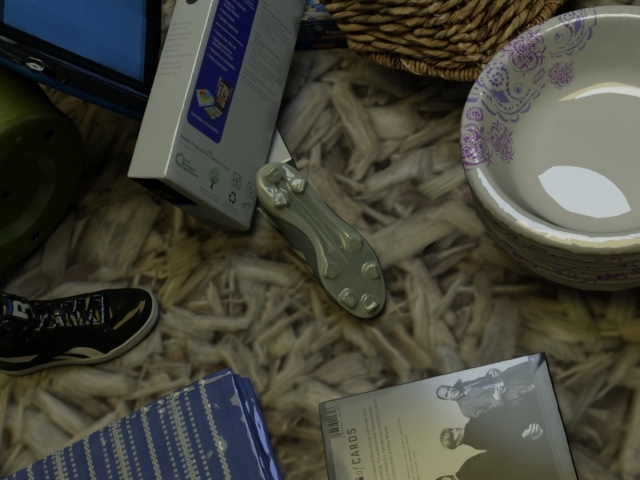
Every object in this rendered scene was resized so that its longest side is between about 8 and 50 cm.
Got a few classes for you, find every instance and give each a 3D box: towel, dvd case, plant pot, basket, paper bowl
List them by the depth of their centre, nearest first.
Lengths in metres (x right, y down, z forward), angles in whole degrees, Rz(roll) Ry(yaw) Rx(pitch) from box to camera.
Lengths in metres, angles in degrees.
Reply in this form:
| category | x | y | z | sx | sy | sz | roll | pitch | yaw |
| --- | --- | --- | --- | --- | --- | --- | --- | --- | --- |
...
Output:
| category | x | y | z | sx | sy | sz | roll | pitch | yaw |
| --- | --- | --- | --- | --- | --- | --- | --- | --- | --- |
| dvd case | 0.124 | 0.219 | 0.964 | 0.238 | 0.029 | 0.179 | -15 | 60 | 11 |
| paper bowl | 0.292 | -0.084 | 0.998 | 0.284 | 0.148 | 0.284 | -8 | 60 | 14 |
| towel | -0.193 | 0.304 | 1.028 | 0.336 | 0.040 | 0.243 | -26 | 60 | 6 |
| basket | 0.152 | -0.324 | 1.167 | 0.299 | 0.223 | 0.213 | -52 | 18 | -28 |
| plant pot | -0.496 | -0.137 | 1.204 | 0.353 | 0.366 | 0.366 | 35 | 78 | 18 |

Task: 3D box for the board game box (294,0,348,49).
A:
| category | x | y | z | sx | sy | sz | roll | pitch | yaw |
| --- | --- | --- | --- | --- | --- | --- | --- | --- | --- |
| board game box | -0.027 | -0.346 | 1.297 | 0.194 | 0.060 | 0.194 | 1 | 63 | 19 |

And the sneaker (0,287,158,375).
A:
| category | x | y | z | sx | sy | sz | roll | pitch | yaw |
| --- | --- | --- | --- | --- | --- | --- | --- | --- | --- |
| sneaker | -0.304 | 0.093 | 1.121 | 0.216 | 0.121 | 0.079 | -19 | 60 | 8 |

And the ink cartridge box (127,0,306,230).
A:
| category | x | y | z | sx | sy | sz | roll | pitch | yaw |
| --- | --- | --- | --- | --- | --- | --- | --- | --- | --- |
| ink cartridge box | -0.109 | -0.193 | 1.135 | 0.065 | 0.165 | 0.333 | 4 | 72 | 33 |

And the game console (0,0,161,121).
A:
| category | x | y | z | sx | sy | sz | roll | pitch | yaw |
| --- | --- | --- | --- | --- | --- | --- | --- | --- | --- |
| game console | -0.256 | -0.254 | 1.162 | 0.250 | 0.293 | 0.173 | 27 | 97 | 40 |

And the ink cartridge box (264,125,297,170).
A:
| category | x | y | z | sx | sy | sz | roll | pitch | yaw |
| --- | --- | --- | --- | --- | --- | --- | --- | --- | --- |
| ink cartridge box | -0.078 | -0.120 | 1.213 | 0.063 | 0.029 | 0.115 | -28 | 57 | 4 |

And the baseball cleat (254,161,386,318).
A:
| category | x | y | z | sx | sy | sz | roll | pitch | yaw |
| --- | --- | --- | --- | --- | --- | --- | --- | --- | --- |
| baseball cleat | 0.000 | 0.000 | 1.101 | 0.072 | 0.109 | 0.206 | -34 | 87 | -11 |
